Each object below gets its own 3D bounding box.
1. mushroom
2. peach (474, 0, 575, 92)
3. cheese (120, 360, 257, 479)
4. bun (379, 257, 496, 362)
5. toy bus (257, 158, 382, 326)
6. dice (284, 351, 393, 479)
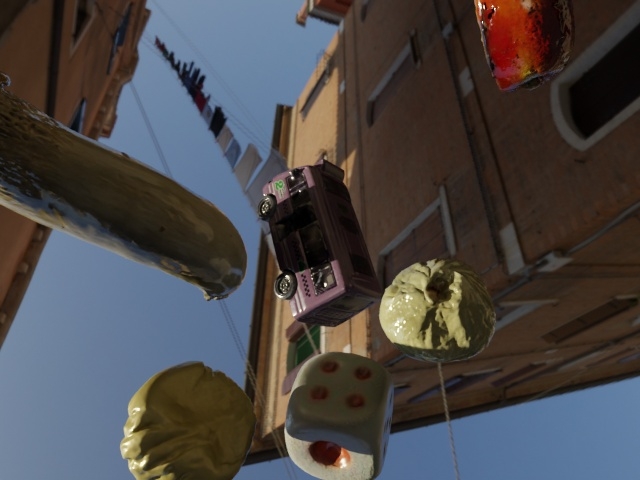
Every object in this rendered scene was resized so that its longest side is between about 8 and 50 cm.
[{"bbox_3d":[-0.183,-0.027,0.468,0.351,0.122,0.095,41,-136,-49],"label":"mushroom"},{"bbox_3d":[0.232,-0.256,0.554,0.127,0.092,0.172,-41,-60,-51],"label":"peach"},{"bbox_3d":[-0.223,0.317,0.839,0.214,0.117,0.226,45,-148,-9],"label":"cheese"},{"bbox_3d":[0.214,0.121,0.910,0.220,0.134,0.221,-8,-136,8],"label":"bun"},{"bbox_3d":[0.000,0.000,0.554,0.086,0.098,0.179,19,-134,-48],"label":"toy bus"},{"bbox_3d":[0.043,0.356,0.994,0.193,0.194,0.192,4,-146,15],"label":"dice"}]
